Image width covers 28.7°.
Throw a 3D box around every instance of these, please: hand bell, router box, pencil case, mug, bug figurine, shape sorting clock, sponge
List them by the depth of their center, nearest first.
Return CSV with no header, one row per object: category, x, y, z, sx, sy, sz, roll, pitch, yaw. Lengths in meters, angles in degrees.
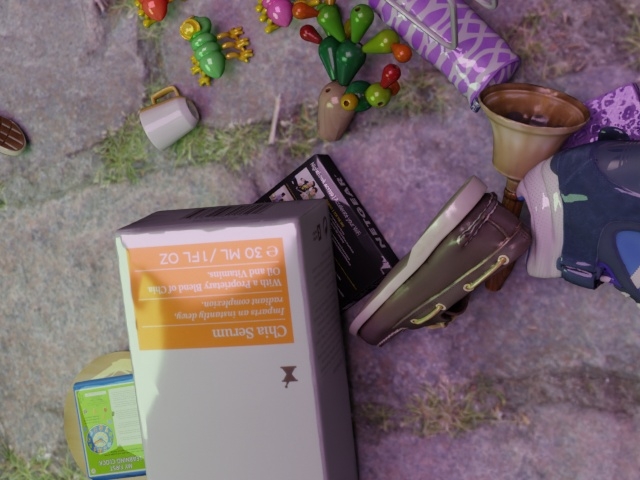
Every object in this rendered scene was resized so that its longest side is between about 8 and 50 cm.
sponge,0.347,-0.064,1.434,0.117,0.031,0.210,-24,84,23
hand bell,0.224,-0.047,1.446,0.126,0.126,0.242,20,120,22
pencil case,0.147,-0.246,1.490,0.086,0.088,0.206,-37,75,-17
router box,0.000,0.000,1.579,0.133,0.046,0.179,-37,78,20
bug figurine,-0.129,-0.334,1.608,0.279,0.072,0.216,-32,80,21
mug,-0.200,-0.167,1.654,0.064,0.062,0.078,-26,88,14
shape sorting clock,-0.257,0.252,1.704,0.206,0.040,0.206,1,92,20

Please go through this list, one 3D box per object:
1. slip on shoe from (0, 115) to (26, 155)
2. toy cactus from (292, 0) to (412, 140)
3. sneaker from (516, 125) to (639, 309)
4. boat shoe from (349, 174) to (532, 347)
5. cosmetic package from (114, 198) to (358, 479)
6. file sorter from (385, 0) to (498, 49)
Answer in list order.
slip on shoe,-0.476,-0.154,1.786,0.135,0.051,0.041,27,142,12
toy cactus,0.025,-0.201,1.518,0.219,0.112,0.180,51,138,39
sneaker,0.348,0.026,1.369,0.236,0.130,0.323,-9,126,43
boat shoe,0.131,0.049,1.436,0.096,0.116,0.324,38,142,2
cosmetic package,-0.092,0.189,1.513,0.230,0.161,0.453,-5,100,14
file sorter,0.169,-0.375,1.371,0.173,0.193,0.278,42,87,13
